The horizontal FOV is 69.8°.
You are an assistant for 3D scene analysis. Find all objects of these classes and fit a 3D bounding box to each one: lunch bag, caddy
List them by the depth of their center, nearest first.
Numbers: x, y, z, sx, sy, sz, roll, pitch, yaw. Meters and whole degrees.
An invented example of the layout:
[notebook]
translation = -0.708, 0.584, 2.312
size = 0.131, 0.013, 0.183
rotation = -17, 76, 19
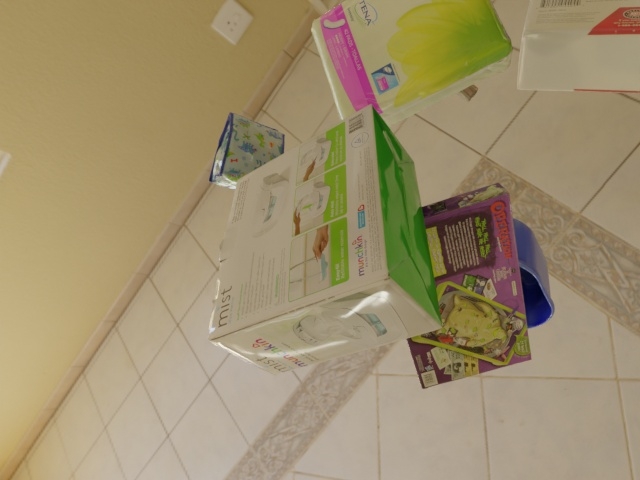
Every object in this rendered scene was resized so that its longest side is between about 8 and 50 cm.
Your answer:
[lunch bag]
translation = -0.147, -0.175, 0.950
size = 0.096, 0.129, 0.151
rotation = -10, 66, 59
[caddy]
translation = 0.403, 0.102, 1.081
size = 0.241, 0.341, 0.179
rotation = -12, 47, 35

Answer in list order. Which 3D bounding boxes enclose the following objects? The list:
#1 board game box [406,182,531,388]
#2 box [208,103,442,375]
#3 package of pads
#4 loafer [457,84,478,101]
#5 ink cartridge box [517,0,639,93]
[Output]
[board game box]
translation = 0.230, 0.093, 0.771
size = 0.208, 0.347, 0.056
rotation = -15, 28, 9
[box]
translation = 0.000, 0.000, 0.563
size = 0.231, 0.127, 0.262
rotation = -25, 45, 27
[package of pads]
translation = 0.146, -0.344, 0.796
size = 0.296, 0.101, 0.229
rotation = -22, 76, 22
[loafer]
translation = 0.307, -0.373, 1.050
size = 0.125, 0.045, 0.039
rotation = 42, 101, -9
[ink cartridge box]
translation = 0.654, -0.538, 1.107
size = 0.279, 0.160, 0.385
rotation = 10, 55, 24
